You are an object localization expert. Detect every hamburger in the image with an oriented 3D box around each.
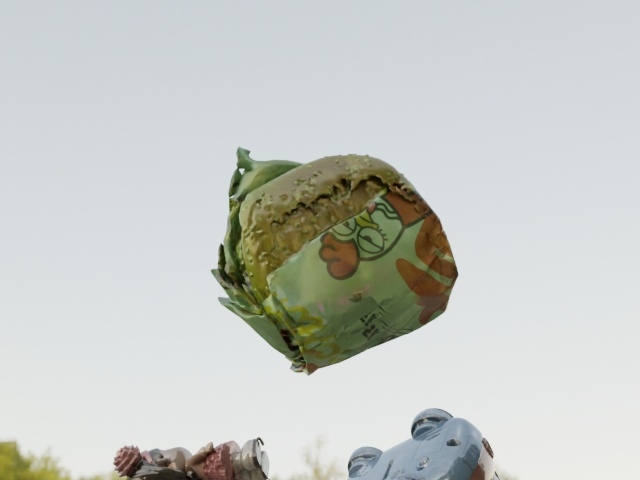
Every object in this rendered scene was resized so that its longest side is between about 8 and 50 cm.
[{"bbox_3d":[-0.002,-0.002,0.964,0.214,0.235,0.125,-14,-17,-30],"label":"hamburger"}]

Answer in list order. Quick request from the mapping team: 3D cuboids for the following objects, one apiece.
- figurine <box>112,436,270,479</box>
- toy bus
[{"bbox_3d":[-0.110,0.199,0.899,0.129,0.054,0.072,-11,-48,15],"label":"figurine"},{"bbox_3d":[0.148,0.404,1.501,0.294,0.197,0.232,-37,-82,30],"label":"toy bus"}]
